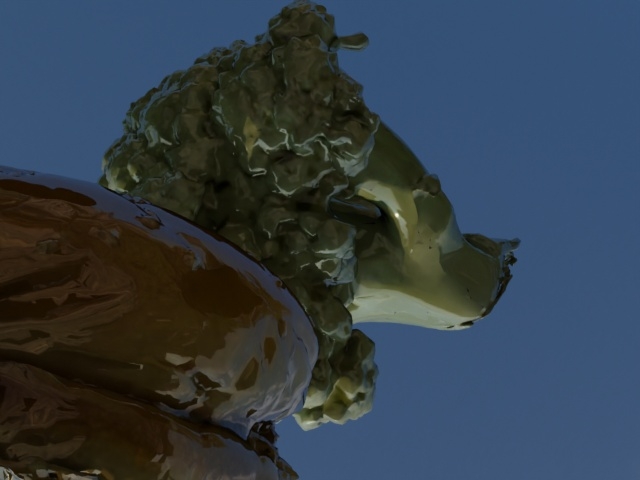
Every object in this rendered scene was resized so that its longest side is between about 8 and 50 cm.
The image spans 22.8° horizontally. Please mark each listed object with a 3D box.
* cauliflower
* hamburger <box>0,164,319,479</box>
[{"bbox_3d":[-0.019,0.005,1.046,0.281,0.327,0.260,18,-145,9],"label":"cauliflower"},{"bbox_3d":[-0.149,0.049,0.717,0.319,0.318,0.158,13,-97,3],"label":"hamburger"}]
